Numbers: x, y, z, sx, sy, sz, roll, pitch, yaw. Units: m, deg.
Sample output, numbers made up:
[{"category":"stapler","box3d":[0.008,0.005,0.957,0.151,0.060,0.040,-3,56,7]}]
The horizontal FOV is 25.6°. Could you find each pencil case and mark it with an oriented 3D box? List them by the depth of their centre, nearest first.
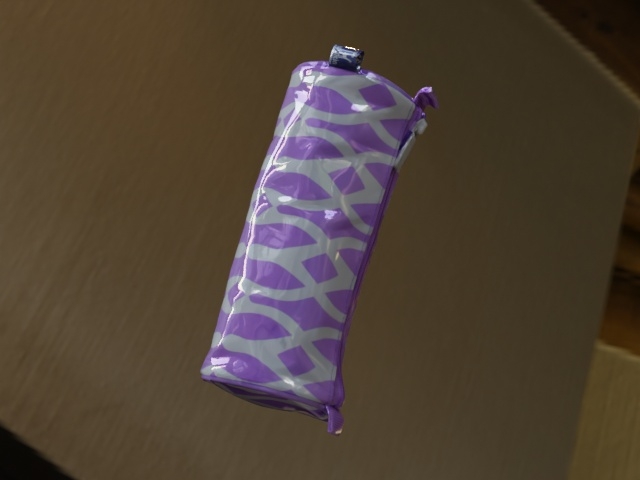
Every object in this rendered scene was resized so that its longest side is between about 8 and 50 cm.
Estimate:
[{"category":"pencil case","box3d":[0.000,0.000,0.797,0.088,0.206,0.086,15,-8,14]}]
